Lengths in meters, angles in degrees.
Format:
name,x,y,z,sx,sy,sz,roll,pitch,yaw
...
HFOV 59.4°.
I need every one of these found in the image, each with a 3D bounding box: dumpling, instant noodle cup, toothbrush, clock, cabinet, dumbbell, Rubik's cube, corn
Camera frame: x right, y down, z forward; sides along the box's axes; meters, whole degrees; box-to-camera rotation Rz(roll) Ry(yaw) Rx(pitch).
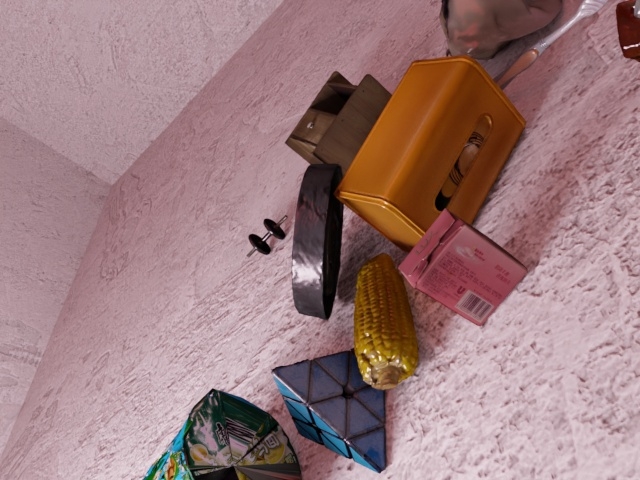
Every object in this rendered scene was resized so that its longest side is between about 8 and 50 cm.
name,x,y,z,sx,sy,sz,roll,pitch,yaw
dumpling,0.333,-0.463,1.088,0.204,0.163,0.293,-24,30,48
instant noodle cup,-0.166,0.386,0.876,0.178,0.240,0.240,-44,31,22
toothbrush,0.338,-0.297,0.943,0.037,0.028,0.375,-55,8,-34
clock,0.000,0.000,1.007,0.055,0.281,0.281,4,53,8
cabinet,0.053,-0.260,1.288,0.215,0.148,0.175,-55,30,1
dumbbell,-0.131,-0.009,1.376,0.147,0.069,0.069,-45,31,17
Rubik's cube,0.062,0.255,0.845,0.190,0.211,0.178,-35,51,-13
corn,0.100,0.123,0.887,0.097,0.097,0.262,-37,30,28

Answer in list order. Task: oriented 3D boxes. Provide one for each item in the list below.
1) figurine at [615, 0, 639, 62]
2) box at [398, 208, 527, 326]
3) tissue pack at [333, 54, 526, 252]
name,x,y,z,sx,sy,sz,roll,pitch,yaw
figurine,0.524,-0.346,0.736,0.283,0.204,0.338,-46,18,29
box,0.196,0.039,0.772,0.111,0.156,0.060,-51,31,11
tissue pack,0.187,-0.130,0.924,0.145,0.194,0.275,20,78,55
